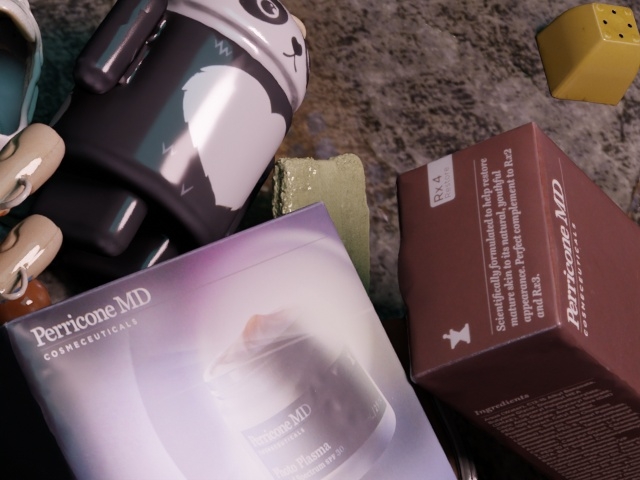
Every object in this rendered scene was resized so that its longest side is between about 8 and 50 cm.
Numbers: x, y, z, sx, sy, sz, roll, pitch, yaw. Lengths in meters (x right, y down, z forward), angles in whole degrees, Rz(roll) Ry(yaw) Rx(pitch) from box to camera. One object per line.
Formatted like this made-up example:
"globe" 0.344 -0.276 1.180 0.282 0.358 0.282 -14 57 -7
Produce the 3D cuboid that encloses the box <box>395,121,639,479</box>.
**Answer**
"box" 0.219 0.085 1.566 0.381 0.143 0.191 35 41 -44

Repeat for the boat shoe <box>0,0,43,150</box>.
"boat shoe" -0.277 -0.175 1.617 0.098 0.096 0.277 3 58 -26

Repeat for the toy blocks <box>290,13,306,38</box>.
"toy blocks" -0.076 -0.148 1.734 0.123 0.054 0.148 18 53 -16

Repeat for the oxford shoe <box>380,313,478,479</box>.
"oxford shoe" 0.078 0.176 1.595 0.096 0.083 0.227 -16 71 -4

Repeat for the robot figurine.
"robot figurine" -0.121 -0.093 1.570 0.173 0.209 0.278 31 69 -2

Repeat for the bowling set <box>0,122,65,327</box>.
"bowling set" -0.281 0.031 1.433 0.154 0.287 0.200 -54 125 -34

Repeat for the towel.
"towel" 0.000 0.000 1.647 0.110 0.027 0.148 -5 93 -46

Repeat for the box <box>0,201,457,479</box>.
"box" -0.085 0.165 1.399 0.296 0.183 0.294 -23 83 -37

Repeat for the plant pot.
"plant pot" 0.280 -0.197 1.935 0.081 0.083 0.081 4 58 -25
